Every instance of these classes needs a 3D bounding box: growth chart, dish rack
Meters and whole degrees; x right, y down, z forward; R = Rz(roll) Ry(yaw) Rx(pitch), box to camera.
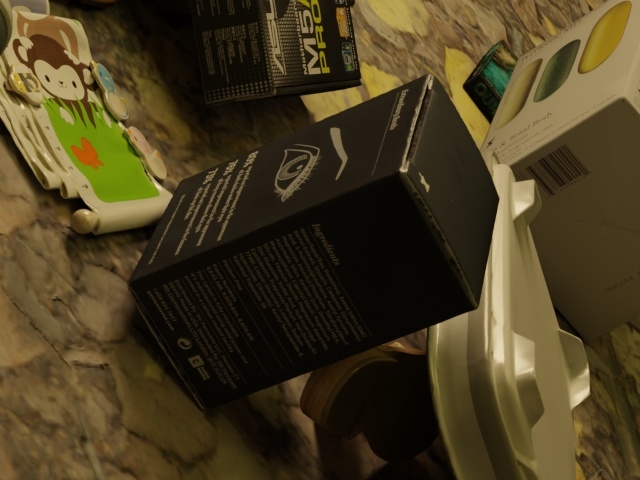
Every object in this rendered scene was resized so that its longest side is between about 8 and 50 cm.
[{"bbox_3d":[-0.180,-0.102,1.338,0.237,0.021,0.172,57,25,0],"label":"growth chart"},{"bbox_3d":[0.149,0.104,1.480,0.333,0.072,0.286,-82,157,-54],"label":"dish rack"}]

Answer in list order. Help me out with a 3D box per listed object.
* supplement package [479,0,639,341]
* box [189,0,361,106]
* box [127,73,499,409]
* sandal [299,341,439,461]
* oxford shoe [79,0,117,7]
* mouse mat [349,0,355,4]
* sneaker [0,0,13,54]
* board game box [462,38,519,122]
[{"bbox_3d":[0.292,-0.086,1.879,0.198,0.199,0.263,47,36,-15],"label":"supplement package"},{"bbox_3d":[-0.046,-0.244,1.547,0.216,0.060,0.270,-16,98,-71],"label":"box"},{"bbox_3d":[0.000,0.000,1.294,0.108,0.207,0.153,60,24,-21],"label":"box"},{"bbox_3d":[0.026,0.094,1.390,0.079,0.088,0.240,35,3,22],"label":"sandal"},{"bbox_3d":[-0.141,-0.227,1.488,0.076,0.076,0.212,59,27,2],"label":"oxford shoe"},{"bbox_3d":[-0.018,-0.320,1.886,0.152,0.007,0.190,40,29,-29],"label":"mouse mat"},{"bbox_3d":[-0.280,-0.114,1.053,0.295,0.124,0.178,20,37,-39],"label":"sneaker"},{"bbox_3d":[0.223,-0.111,2.031,0.186,0.026,0.126,52,26,-8],"label":"board game box"}]
